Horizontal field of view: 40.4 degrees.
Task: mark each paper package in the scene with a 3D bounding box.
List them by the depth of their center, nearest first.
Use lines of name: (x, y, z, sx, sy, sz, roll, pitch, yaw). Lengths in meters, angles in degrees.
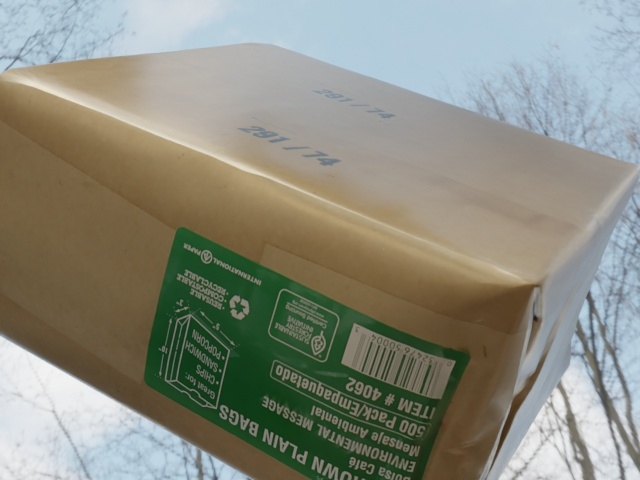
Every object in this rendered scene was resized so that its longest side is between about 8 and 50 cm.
paper package: (0.000, 0.000, 0.556, 0.325, 0.309, 0.168, 23, -66, 21)
